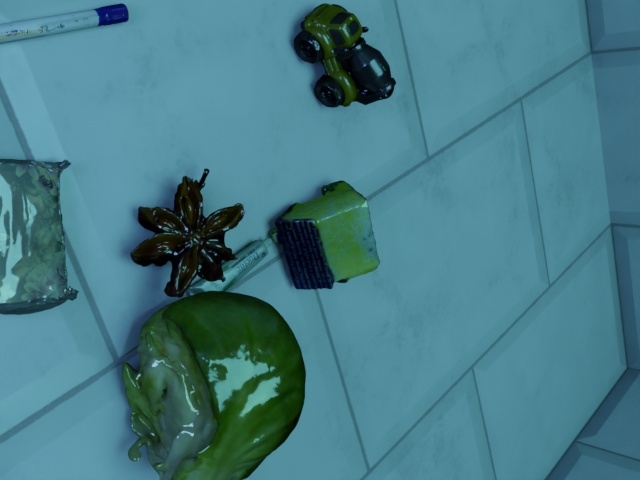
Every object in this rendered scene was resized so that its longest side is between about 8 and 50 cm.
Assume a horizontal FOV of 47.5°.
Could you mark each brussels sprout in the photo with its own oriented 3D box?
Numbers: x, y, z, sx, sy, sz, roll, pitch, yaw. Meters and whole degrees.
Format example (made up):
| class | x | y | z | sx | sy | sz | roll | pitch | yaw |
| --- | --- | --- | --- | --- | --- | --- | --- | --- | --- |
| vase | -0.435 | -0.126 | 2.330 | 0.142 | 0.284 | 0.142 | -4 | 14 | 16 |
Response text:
| class | x | y | z | sx | sy | sz | roll | pitch | yaw |
| --- | --- | --- | --- | --- | --- | --- | --- | --- | --- |
| brussels sprout | -0.181 | 0.280 | 1.335 | 0.314 | 0.275 | 0.372 | 9 | 90 | -42 |

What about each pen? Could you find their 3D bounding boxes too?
| class | x | y | z | sx | sy | sz | roll | pitch | yaw |
| --- | --- | --- | --- | --- | --- | --- | --- | --- | --- |
| pen | -0.430 | -0.349 | 1.172 | 0.269 | 0.033 | 0.033 | -26 | 113 | -40 |

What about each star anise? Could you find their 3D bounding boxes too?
| class | x | y | z | sx | sy | sz | roll | pitch | yaw |
| --- | --- | --- | --- | --- | --- | --- | --- | --- | --- |
| star anise | -0.239 | 0.000 | 1.337 | 0.220 | 0.126 | 0.190 | -36 | 80 | -25 |

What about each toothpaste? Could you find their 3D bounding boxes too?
| class | x | y | z | sx | sy | sz | roll | pitch | yaw |
| --- | --- | --- | --- | --- | --- | --- | --- | --- | --- |
| toothpaste | -0.177 | 0.061 | 1.480 | 0.218 | 0.041 | 0.064 | -41 | 111 | -31 |

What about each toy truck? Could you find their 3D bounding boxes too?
| class | x | y | z | sx | sy | sz | roll | pitch | yaw |
| --- | --- | --- | --- | --- | --- | --- | --- | --- | --- |
| toy truck | 0.062 | -0.400 | 1.567 | 0.147 | 0.165 | 0.224 | -49 | 126 | -28 |

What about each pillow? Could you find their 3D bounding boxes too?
| class | x | y | z | sx | sy | sz | roll | pitch | yaw |
| --- | --- | --- | --- | --- | --- | --- | --- | --- | --- |
| pillow | -0.472 | -0.009 | 1.158 | 0.169 | 0.059 | 0.255 | -6 | 98 | -45 |

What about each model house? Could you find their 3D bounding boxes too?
| class | x | y | z | sx | sy | sz | roll | pitch | yaw |
| --- | --- | --- | --- | --- | --- | --- | --- | --- | --- |
| model house | 0.000 | 0.000 | 1.607 | 0.211 | 0.170 | 0.194 | -21 | 120 | -12 |
